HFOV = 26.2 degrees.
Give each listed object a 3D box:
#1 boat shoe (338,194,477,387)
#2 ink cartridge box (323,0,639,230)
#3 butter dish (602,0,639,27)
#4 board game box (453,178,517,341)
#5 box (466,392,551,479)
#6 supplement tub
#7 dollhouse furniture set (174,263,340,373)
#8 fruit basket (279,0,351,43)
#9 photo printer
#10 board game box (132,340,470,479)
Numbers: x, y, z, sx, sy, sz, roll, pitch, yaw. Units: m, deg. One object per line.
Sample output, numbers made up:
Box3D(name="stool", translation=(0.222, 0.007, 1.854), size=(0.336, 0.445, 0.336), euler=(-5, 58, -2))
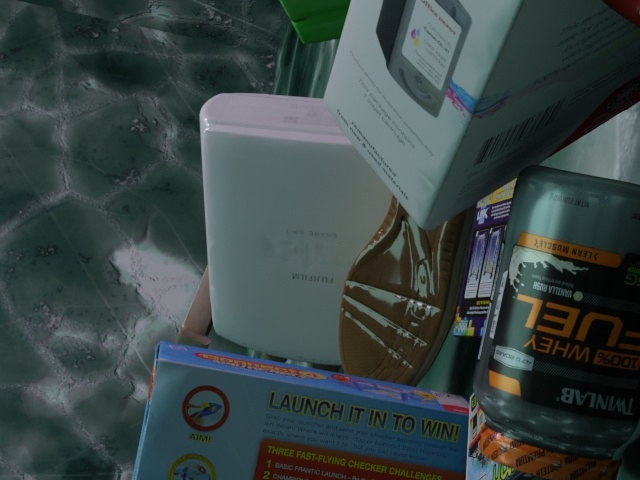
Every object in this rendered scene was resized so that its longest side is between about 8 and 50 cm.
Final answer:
Box3D(name="boat shoe", translation=(0.118, 0.009, 1.344), size=(0.121, 0.110, 0.341), euler=(35, 117, 33))
Box3D(name="ink cartridge box", translation=(0.143, -0.167, 0.841), size=(0.131, 0.226, 0.306), euler=(53, 157, 18))
Box3D(name="butter dish", translation=(0.238, -0.144, 0.657), size=(0.118, 0.160, 0.160), euler=(-57, -1, -18))
Box3D(name="board game box", translation=(0.166, 0.019, 1.172), size=(0.170, 0.048, 0.141), euler=(163, 120, -81))
Box3D(name="box", translation=(0.162, 0.142, 1.074), size=(0.207, 0.036, 0.114), euler=(116, 163, -61))
Box3D(name="supplement tub", translation=(0.166, 0.054, 0.887), size=(0.117, 0.117, 0.190), euler=(-145, 65, -81))
Box3D(name="dollhouse furniture set", translation=(-0.059, 0.121, 1.868), size=(0.212, 0.242, 0.161), euler=(119, 173, -64))
Box3D(name="fruit basket", translation=(0.072, -0.477, 1.826), size=(0.392, 0.392, 0.283), euler=(114, 140, -57))
Box3D(name="photo printer", translation=(0.000, 0.000, 1.487), size=(0.107, 0.256, 0.307), euler=(-70, -17, -56))
Box3D(name="board game box", translation=(-0.031, 0.272, 1.278), size=(0.086, 0.308, 0.302), euler=(-129, 50, -81))
